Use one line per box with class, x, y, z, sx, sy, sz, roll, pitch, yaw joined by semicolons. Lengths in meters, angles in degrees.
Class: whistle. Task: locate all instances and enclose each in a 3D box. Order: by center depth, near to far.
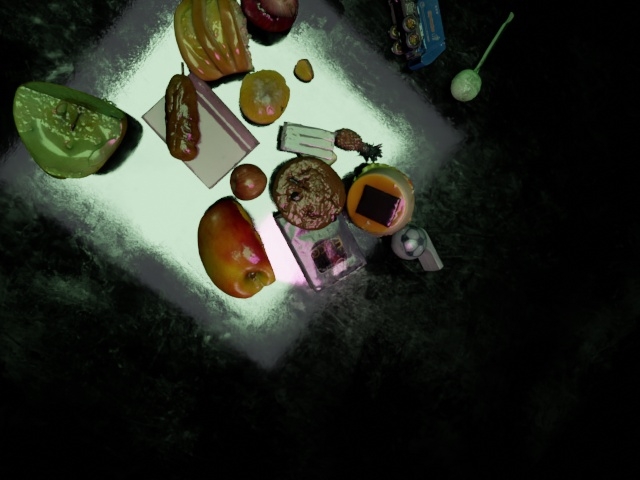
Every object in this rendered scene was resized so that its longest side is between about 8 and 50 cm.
whistle;0.391;0.035;2.011;0.163;0.163;0.290;-32;103;-4

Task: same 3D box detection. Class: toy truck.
toy truck;0.364;-0.867;1.861;0.175;0.146;0.367;-19;105;-14

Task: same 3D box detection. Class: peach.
peach;-0.345;0.021;1.802;0.242;0.380;0.306;-25;129;-6
peach;-0.056;-0.670;1.862;0.083;0.050;0.077;26;117;-4

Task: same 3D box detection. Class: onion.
onion;-0.194;-0.879;1.738;0.161;0.248;0.248;-12;105;31

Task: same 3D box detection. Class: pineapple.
pineapple;0.152;-0.390;1.921;0.221;0.103;0.083;23;82;-13

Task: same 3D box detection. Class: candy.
candy;0.685;-0.764;1.970;0.119;0.119;0.440;35;83;-14

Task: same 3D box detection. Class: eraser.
eraser;-0.448;-0.413;1.802;0.272;0.122;0.359;-44;103;1

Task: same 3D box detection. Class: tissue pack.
tissue pack;0.000;0.000;1.952;0.259;0.122;0.361;-28;101;-8

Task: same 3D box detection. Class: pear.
pear;-0.886;-0.365;1.683;0.342;0.238;0.318;18;108;-18

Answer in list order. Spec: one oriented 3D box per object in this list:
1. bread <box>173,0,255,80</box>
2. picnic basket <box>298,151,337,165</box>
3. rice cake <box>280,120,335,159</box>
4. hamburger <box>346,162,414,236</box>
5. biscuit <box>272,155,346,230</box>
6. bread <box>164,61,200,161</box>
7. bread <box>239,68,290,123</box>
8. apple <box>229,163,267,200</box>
bread;-0.382;-0.746;1.697;0.270;0.211;0.316;-11;89;-9
picnic basket;-0.022;-0.355;1.907;0.115;0.079;0.164;-39;103;-1
rice cake;-0.049;-0.385;1.836;0.211;0.038;0.124;6;99;-10
hamburger;0.244;-0.159;1.917;0.276;0.179;0.294;22;106;17
biscuit;-0.041;-0.181;1.827;0.296;0.075;0.296;0;92;-10
bread;-0.493;-0.454;1.683;0.124;0.084;0.344;0;100;-9
bread;-0.214;-0.538;1.794;0.197;0.170;0.197;-1;98;-10
apple;-0.279;-0.228;1.851;0.131;0.146;0.146;-16;103;-28
